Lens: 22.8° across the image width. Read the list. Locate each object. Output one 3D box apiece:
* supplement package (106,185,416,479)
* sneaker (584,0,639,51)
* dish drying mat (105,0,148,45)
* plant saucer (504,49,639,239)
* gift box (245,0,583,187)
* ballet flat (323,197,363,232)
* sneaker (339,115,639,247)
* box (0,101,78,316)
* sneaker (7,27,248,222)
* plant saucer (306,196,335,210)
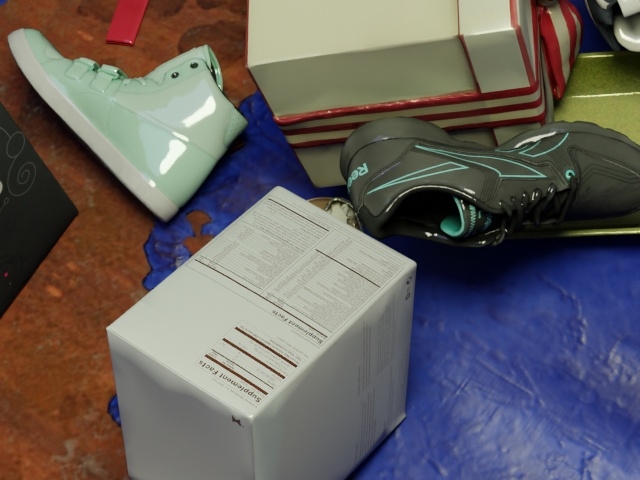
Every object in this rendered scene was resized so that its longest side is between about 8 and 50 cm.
[{"bbox_3d":[-0.043,0.107,1.275,0.149,0.194,0.203,29,51,26],"label":"supplement package"},{"bbox_3d":[0.280,-0.222,1.403,0.094,0.235,0.153,-20,79,13],"label":"sneaker"},{"bbox_3d":[-0.196,-0.238,1.636,0.032,0.008,0.083,7,64,17],"label":"dish drying mat"},{"bbox_3d":[0.226,-0.078,1.423,0.188,0.045,0.188,-2,62,13],"label":"plant saucer"},{"bbox_3d":[0.087,-0.222,1.363,0.258,0.255,0.276,-5,68,14],"label":"gift box"},{"bbox_3d":[0.024,0.010,1.413,0.041,0.041,0.114,-17,61,5],"label":"ballet flat"},{"bbox_3d":[0.150,-0.034,1.303,0.267,0.101,0.106,1,40,-5],"label":"sneaker"},{"bbox_3d":[-0.358,-0.053,1.428,0.143,0.270,0.165,27,72,25],"label":"box"},{"bbox_3d":[-0.180,-0.150,1.535,0.151,0.094,0.256,-45,71,-4],"label":"sneaker"},{"bbox_3d":[0.000,0.000,1.457,0.083,0.015,0.083,-6,62,10],"label":"plant saucer"}]
